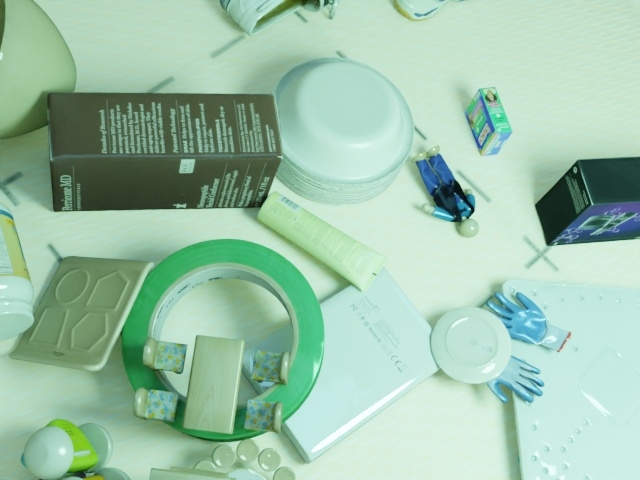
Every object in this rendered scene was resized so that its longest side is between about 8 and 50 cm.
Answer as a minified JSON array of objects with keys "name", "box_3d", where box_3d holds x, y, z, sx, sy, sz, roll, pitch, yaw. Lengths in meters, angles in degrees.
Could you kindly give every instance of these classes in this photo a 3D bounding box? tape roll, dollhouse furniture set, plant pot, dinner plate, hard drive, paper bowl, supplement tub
[{"name":"tape roll","box_3d":[-0.153,0.160,1.451,0.321,0.077,0.321,0,73,-1]},{"name":"dollhouse furniture set","box_3d":[-0.164,0.256,1.298,0.212,0.161,0.242,6,75,2]},{"name":"plant pot","box_3d":[-0.532,-0.289,1.533,0.191,0.284,0.284,17,54,-48]},{"name":"dinner plate","box_3d":[0.263,0.179,1.563,0.141,0.017,0.141,1,66,-2]},{"name":"hard drive","box_3d":[0.045,0.205,1.544,0.319,0.040,0.210,-31,75,-25]},{"name":"paper bowl","box_3d":[0.038,-0.220,1.688,0.284,0.148,0.284,5,64,-10]},{"name":"supplement tub","box_3d":[-0.536,0.050,1.413,0.144,0.144,0.199,-15,70,-20]}]

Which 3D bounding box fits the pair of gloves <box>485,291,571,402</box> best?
[{"name":"pair of gloves","box_3d":[0.341,0.187,1.581,0.159,0.023,0.198,29,66,12]}]

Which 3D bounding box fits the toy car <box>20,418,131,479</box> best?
[{"name":"toy car","box_3d":[-0.375,0.358,1.323,0.136,0.159,0.182,-33,74,12]}]

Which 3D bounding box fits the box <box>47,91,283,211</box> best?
[{"name":"box","box_3d":[-0.269,-0.151,1.551,0.382,0.191,0.143,-1,65,-14]}]

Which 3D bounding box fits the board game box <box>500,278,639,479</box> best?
[{"name":"board game box","box_3d":[0.521,0.270,1.628,0.390,0.050,0.389,5,64,-12]}]

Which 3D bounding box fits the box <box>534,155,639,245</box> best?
[{"name":"box","box_3d":[0.578,-0.076,1.733,0.261,0.184,0.103,-4,68,-16]}]

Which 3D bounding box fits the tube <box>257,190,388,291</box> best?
[{"name":"tube","box_3d":[0.000,0.000,1.614,0.240,0.062,0.070,32,94,6]}]

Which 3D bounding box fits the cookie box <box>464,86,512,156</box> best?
[{"name":"cookie box","box_3d":[0.335,-0.237,1.801,0.040,0.092,0.107,-11,68,-16]}]

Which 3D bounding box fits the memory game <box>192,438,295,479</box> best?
[{"name":"memory game","box_3d":[-0.122,0.401,1.391,0.186,0.012,0.186,1,86,-16]}]

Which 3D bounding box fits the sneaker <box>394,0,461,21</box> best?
[{"name":"sneaker","box_3d":[0.290,-0.581,1.934,0.112,0.131,0.296,44,61,10]}]

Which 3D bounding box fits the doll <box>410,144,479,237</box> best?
[{"name":"doll","box_3d":[0.243,-0.086,1.731,0.129,0.046,0.189,-24,79,-33]}]

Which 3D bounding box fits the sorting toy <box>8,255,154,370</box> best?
[{"name":"sorting toy","box_3d":[-0.377,0.115,1.437,0.193,0.038,0.208,3,54,31]}]

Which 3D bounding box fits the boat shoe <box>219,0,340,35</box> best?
[{"name":"boat shoe","box_3d":[-0.011,-0.510,1.821,0.367,0.136,0.156,-29,75,-21]}]
